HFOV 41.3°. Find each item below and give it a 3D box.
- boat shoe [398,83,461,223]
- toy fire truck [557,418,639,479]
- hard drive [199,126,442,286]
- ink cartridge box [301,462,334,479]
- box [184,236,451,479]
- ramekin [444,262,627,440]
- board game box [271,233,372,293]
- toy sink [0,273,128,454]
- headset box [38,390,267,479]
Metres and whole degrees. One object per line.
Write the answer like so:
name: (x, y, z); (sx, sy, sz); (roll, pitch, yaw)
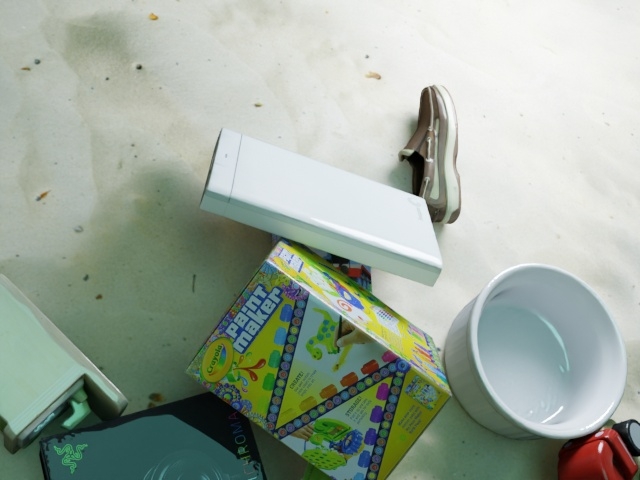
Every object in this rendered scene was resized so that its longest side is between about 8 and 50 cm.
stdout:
boat shoe: (0.184, -0.156, 1.473); (0.095, 0.095, 0.258); (1, 69, -12)
toy fire truck: (0.415, 0.418, 1.257); (0.246, 0.158, 0.217); (-28, 86, -50)
hard drive: (0.003, -0.056, 1.282); (0.353, 0.047, 0.233); (19, 26, -11)
ink cartridge box: (0.057, 0.417, 1.121); (0.255, 0.097, 0.189); (49, 53, -41)
box: (0.003, 0.150, 1.151); (0.279, 0.290, 0.177); (37, 98, -2)
ramekin: (0.336, 0.187, 1.363); (0.277, 0.135, 0.277); (7, 68, -16)
board game box: (0.000, 0.000, 1.375); (0.160, 0.039, 0.212); (5, 67, -18)
toy sink: (-0.385, 0.186, 1.104); (0.234, 0.153, 0.131); (45, 62, 1)
headset box: (-0.218, 0.349, 1.108); (0.283, 0.131, 0.246); (-12, 73, -22)
